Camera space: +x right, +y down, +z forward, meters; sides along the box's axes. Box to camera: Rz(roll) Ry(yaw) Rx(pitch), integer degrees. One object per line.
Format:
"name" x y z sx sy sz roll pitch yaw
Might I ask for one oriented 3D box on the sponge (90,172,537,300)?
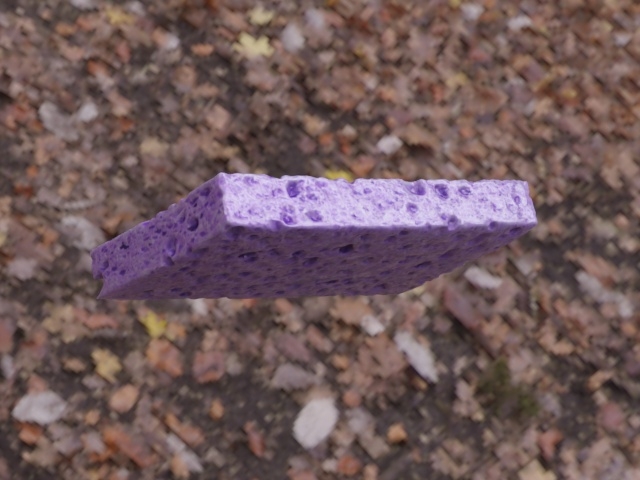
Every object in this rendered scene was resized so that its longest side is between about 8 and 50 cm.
"sponge" 0.000 0.000 0.732 0.210 0.117 0.031 0 71 -40
